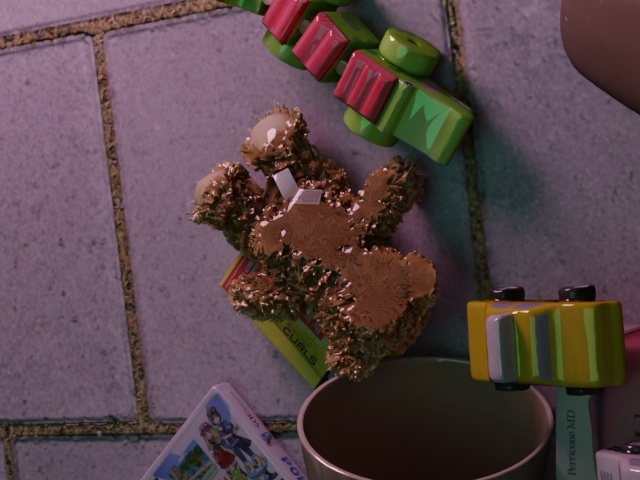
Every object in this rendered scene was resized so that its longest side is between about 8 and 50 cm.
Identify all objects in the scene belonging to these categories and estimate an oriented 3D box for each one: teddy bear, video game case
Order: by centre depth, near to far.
[{"bbox_3d":[0.000,0.000,1.873,0.338,0.113,0.245,27,77,27],"label":"teddy bear"},{"bbox_3d":[-0.112,0.385,2.065,0.300,0.036,0.329,49,121,20],"label":"video game case"}]

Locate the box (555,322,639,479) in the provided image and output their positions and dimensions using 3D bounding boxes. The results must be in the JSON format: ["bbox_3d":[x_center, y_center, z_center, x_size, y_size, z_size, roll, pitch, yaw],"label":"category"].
[{"bbox_3d":[0.354,0.166,1.657,0.232,0.127,0.149,3,98,34],"label":"box"}]

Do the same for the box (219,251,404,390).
[{"bbox_3d":[-0.006,0.095,1.939,0.232,0.058,0.087,48,120,21],"label":"box"}]

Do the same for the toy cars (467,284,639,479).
[{"bbox_3d":[0.247,0.164,1.572,0.394,0.087,0.176,50,131,35],"label":"toy cars"}]

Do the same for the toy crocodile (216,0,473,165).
[{"bbox_3d":[0.023,-0.200,1.852,0.340,0.105,0.115,43,118,22],"label":"toy crocodile"}]

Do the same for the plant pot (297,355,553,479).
[{"bbox_3d":[0.112,0.301,1.794,0.256,0.256,0.274,14,120,33],"label":"plant pot"}]

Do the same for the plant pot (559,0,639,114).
[{"bbox_3d":[0.349,-0.193,1.569,0.229,0.263,0.263,24,110,50],"label":"plant pot"}]
